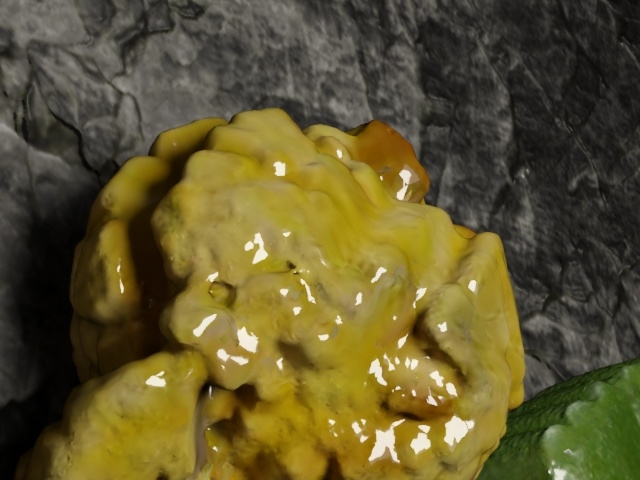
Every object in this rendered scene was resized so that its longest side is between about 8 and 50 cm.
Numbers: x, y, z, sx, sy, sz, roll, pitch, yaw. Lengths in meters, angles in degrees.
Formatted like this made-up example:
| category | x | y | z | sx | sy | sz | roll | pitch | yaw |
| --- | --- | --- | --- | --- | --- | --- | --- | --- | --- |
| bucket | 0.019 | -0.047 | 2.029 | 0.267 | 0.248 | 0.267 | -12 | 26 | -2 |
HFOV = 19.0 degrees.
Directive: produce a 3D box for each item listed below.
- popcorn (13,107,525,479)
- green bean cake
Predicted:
| category | x | y | z | sx | sy | sz | roll | pitch | yaw |
| --- | --- | --- | --- | --- | --- | --- | --- | --- | --- |
| popcorn | -0.031 | 0.060 | 1.070 | 0.332 | 0.225 | 0.265 | -27 | 98 | -30 |
| green bean cake | 0.214 | 0.221 | 1.361 | 0.222 | 0.125 | 0.248 | -24 | 91 | -49 |
